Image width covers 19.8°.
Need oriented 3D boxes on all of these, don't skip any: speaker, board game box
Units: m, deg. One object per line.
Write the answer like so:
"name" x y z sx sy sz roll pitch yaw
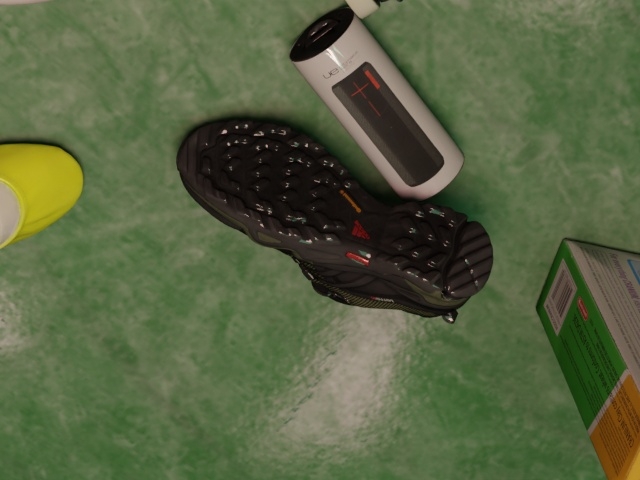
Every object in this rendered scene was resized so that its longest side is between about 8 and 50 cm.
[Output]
"speaker" 0.038 -0.091 1.241 0.055 0.055 0.136 -34 116 10
"board game box" 0.330 0.112 1.283 0.316 0.242 0.064 12 117 -13

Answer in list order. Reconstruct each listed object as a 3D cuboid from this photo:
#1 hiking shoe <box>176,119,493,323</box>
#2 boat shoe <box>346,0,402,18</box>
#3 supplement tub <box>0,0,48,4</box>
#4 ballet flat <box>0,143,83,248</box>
"hiking shoe" 0.000 0.000 1.263 0.227 0.086 0.114 26 150 2
"boat shoe" 0.001 -0.251 1.128 0.079 0.095 0.254 -27 119 9
"supplement tub" -0.179 -0.312 0.995 0.228 0.228 0.316 17 115 -16
"ballet flat" -0.272 -0.009 1.228 0.231 0.077 0.077 -9 118 -3
